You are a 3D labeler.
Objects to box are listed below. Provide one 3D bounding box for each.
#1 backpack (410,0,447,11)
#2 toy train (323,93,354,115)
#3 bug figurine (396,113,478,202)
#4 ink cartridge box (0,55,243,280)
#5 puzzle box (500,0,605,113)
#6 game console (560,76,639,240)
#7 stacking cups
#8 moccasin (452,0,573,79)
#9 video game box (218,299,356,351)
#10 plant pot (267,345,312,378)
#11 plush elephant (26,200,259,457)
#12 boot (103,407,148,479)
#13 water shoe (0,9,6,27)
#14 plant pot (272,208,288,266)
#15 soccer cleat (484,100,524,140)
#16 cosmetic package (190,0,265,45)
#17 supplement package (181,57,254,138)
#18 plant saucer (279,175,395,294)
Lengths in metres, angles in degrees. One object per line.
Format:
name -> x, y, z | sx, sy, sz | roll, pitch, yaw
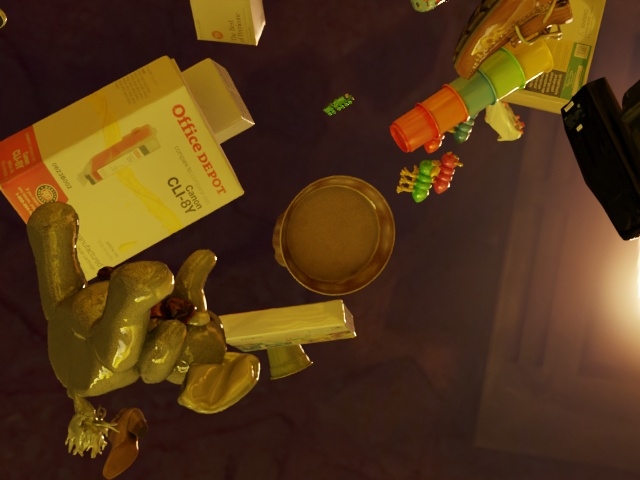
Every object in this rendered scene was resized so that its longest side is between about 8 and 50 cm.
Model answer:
backpack -> 0.247, -0.577, 2.069 | 0.173, 0.117, 0.158 | -36, 32, 17
toy train -> 0.037, -0.279, 1.989 | 0.083, 0.023, 0.017 | -24, 33, 49
bug figurine -> 0.248, -0.188, 1.978 | 0.279, 0.072, 0.216 | -24, -44, -62
ink cartridge box -> -0.381, -0.133, 1.859 | 0.279, 0.384, 0.160 | 63, 175, -38
puzzle box -> 0.505, -0.497, 2.254 | 0.052, 0.272, 0.409 | 80, -153, -68
game console -> 0.417, -0.130, 1.241 | 0.361, 0.043, 0.213 | 116, 132, -76
stacking cups -> 0.271, -0.268, 1.759 | 0.096, 0.316, 0.096 | 54, 169, 16
moccasin -> 0.371, -0.397, 1.582 | 0.380, 0.147, 0.139 | -43, 11, 17
video game box -> -0.051, 0.144, 1.623 | 0.187, 0.205, 0.048 | 64, -161, -74
plant pot -> -0.067, 0.202, 1.783 | 0.083, 0.083, 0.079 | -151, 41, -87
plush elephant -> -0.225, 0.117, 1.332 | 0.255, 0.271, 0.330 | -13, -66, -45
boot -> -0.334, 0.332, 1.616 | 0.118, 0.042, 0.087 | -51, 33, -17
water shoe -> -0.784, -0.473, 2.096 | 0.073, 0.203, 0.080 | 122, 146, -48
plant pot -> 0.000, 0.000, 2.023 | 0.167, 0.165, 0.167 | -22, -65, -59
soccer cleat -> 0.417, -0.317, 2.314 | 0.196, 0.076, 0.068 | 57, -145, -26
cosmetic package -> -0.145, -0.392, 1.406 | 0.239, 0.098, 0.060 | 84, -161, -54
supplement package -> -0.272, -0.279, 2.122 | 0.149, 0.194, 0.203 | 62, -175, -1
plant saucer -> 0.021, -0.008, 1.358 | 0.029, 0.168, 0.169 | -153, 72, -71
